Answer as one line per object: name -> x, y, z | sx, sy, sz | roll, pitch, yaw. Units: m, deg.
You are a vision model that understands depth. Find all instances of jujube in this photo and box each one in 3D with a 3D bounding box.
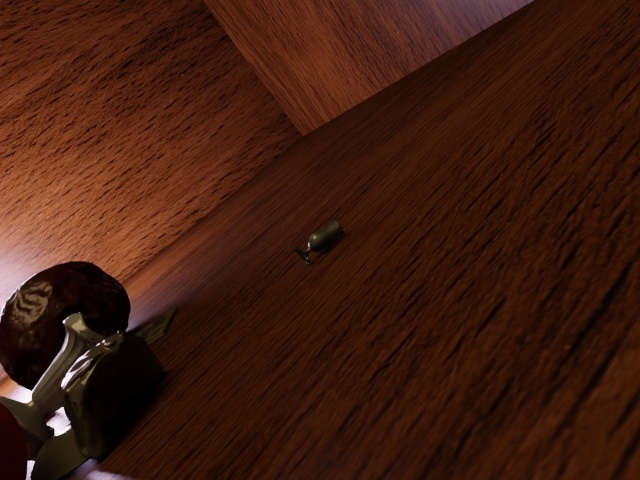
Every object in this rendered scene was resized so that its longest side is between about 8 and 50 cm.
jujube -> -0.635, 0.203, 1.488 | 0.277, 0.276, 0.377 | -35, 11, 10

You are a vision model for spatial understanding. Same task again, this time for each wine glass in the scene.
wine glass -> -0.448, 0.247, 1.055 | 0.196, 0.165, 0.165 | -48, 16, -21
wine glass -> 0.000, 0.000, 0.975 | 0.083, 0.042, 0.039 | -39, 42, -16

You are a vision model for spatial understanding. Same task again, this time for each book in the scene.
book -> -0.408, 0.228, 1.333 | 0.192, 0.013, 0.168 | -35, 12, 5

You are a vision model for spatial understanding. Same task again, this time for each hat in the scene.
hat -> -0.365, 0.244, 0.903 | 0.245, 0.149, 0.214 | -23, 16, 16

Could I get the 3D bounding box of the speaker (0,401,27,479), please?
speaker -> -0.555, 0.328, 0.787 | 0.294, 0.294, 0.294 | -35, 13, 9

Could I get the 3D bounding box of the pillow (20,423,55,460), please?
pillow -> -0.583, 0.326, 1.053 | 0.034, 0.211, 0.135 | -66, 13, 5

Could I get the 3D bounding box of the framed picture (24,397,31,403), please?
framed picture -> -0.746, 0.460, 1.389 | 0.232, 0.024, 0.315 | -46, 15, -32
